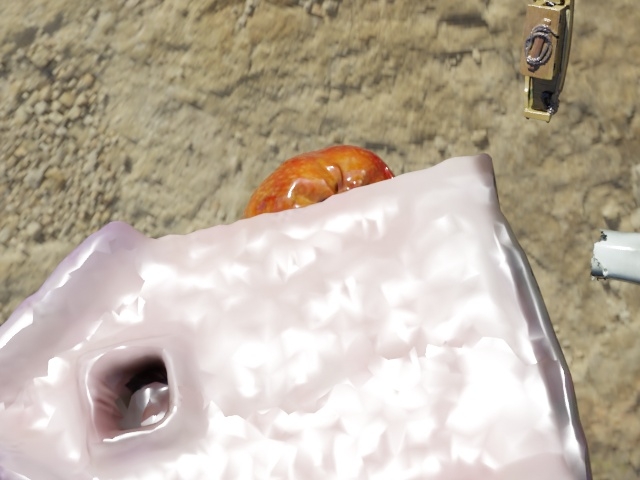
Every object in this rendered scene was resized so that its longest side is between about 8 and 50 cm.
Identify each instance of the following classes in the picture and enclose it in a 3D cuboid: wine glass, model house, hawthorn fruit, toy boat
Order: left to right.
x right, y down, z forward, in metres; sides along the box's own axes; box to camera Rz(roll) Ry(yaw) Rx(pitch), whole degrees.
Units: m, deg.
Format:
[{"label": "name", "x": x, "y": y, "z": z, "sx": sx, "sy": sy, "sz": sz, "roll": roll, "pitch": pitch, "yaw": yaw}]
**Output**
[{"label": "model house", "x": -0.022, "y": 0.119, "z": 0.476, "sx": 0.237, "sy": 0.202, "sz": 0.237, "roll": -12, "pitch": 156, "yaw": 5}, {"label": "hawthorn fruit", "x": 0.003, "y": -0.002, "z": 1.243, "sx": 0.173, "sy": 0.173, "sz": 0.179, "roll": 38, "pitch": 125, "yaw": -12}, {"label": "toy boat", "x": 0.299, "y": -0.254, "z": 1.734, "sx": 0.057, "sy": 0.077, "sz": 0.201, "roll": 13, "pitch": 117, "yaw": 22}, {"label": "wine glass", "x": 0.202, "y": 0.015, "z": 0.770, "sx": 0.083, "sy": 0.042, "sz": 0.039, "roll": 6, "pitch": 75, "yaw": 18}]
